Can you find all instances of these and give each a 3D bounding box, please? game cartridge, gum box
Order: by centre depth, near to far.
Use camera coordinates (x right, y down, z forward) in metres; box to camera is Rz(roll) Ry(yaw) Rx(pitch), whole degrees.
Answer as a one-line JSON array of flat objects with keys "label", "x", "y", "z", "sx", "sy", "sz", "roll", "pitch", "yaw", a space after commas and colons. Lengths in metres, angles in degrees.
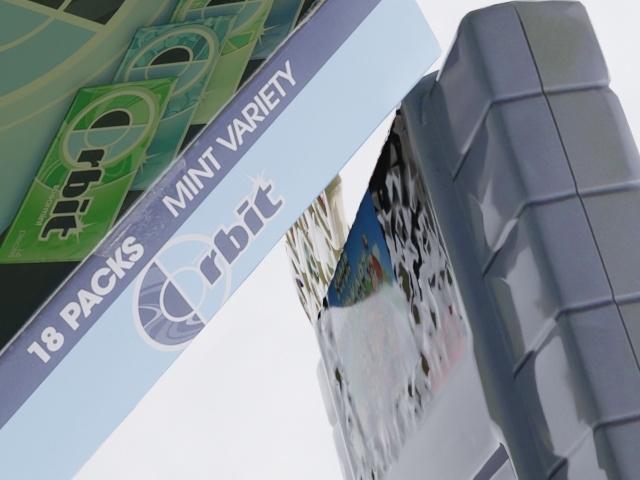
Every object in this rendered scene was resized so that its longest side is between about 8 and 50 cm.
[{"label": "gum box", "x": -0.086, "y": -0.024, "z": 0.408, "sx": 0.184, "sy": 0.041, "sz": 0.157, "roll": 22, "pitch": -116, "yaw": 45}, {"label": "game cartridge", "x": 0.064, "y": 0.086, "z": 0.654, "sx": 0.355, "sy": 0.068, "sz": 0.230, "roll": 109, "pitch": -36, "yaw": -64}]

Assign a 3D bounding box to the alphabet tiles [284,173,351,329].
[{"label": "alphabet tiles", "x": 0.000, "y": 0.000, "z": 1.107, "sx": 0.021, "sy": 0.278, "sz": 0.284, "roll": -19, "pitch": -133, "yaw": -8}]
